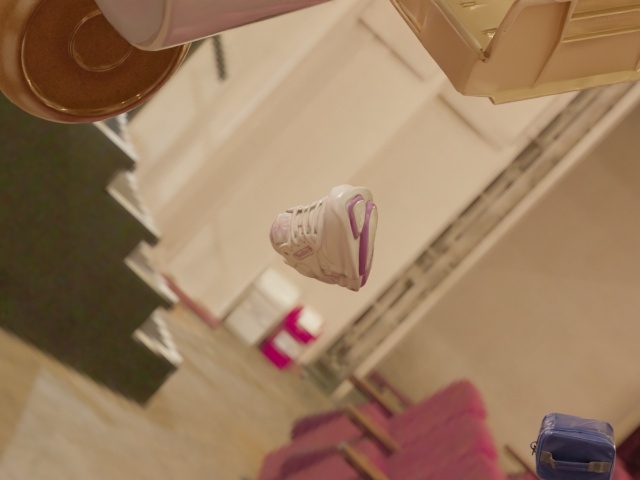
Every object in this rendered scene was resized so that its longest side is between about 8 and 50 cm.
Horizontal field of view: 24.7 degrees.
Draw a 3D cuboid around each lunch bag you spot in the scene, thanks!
[{"bbox_3d":[0.290,0.243,1.684,0.098,0.067,0.065,8,18,4],"label":"lunch bag"}]

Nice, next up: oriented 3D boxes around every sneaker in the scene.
[{"bbox_3d":[0.000,0.000,2.014,0.152,0.114,0.305,12,-17,3],"label":"sneaker"}]

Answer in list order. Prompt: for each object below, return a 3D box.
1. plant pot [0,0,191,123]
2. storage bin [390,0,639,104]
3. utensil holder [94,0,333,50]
[{"bbox_3d":[-0.232,-0.216,1.538,0.236,0.236,0.032,36,12,-48],"label":"plant pot"},{"bbox_3d":[0.190,-0.265,1.330,0.260,0.123,0.262,-11,51,-26],"label":"storage bin"},{"bbox_3d":[0.000,-0.342,1.086,0.327,0.386,0.327,54,-25,39],"label":"utensil holder"}]
